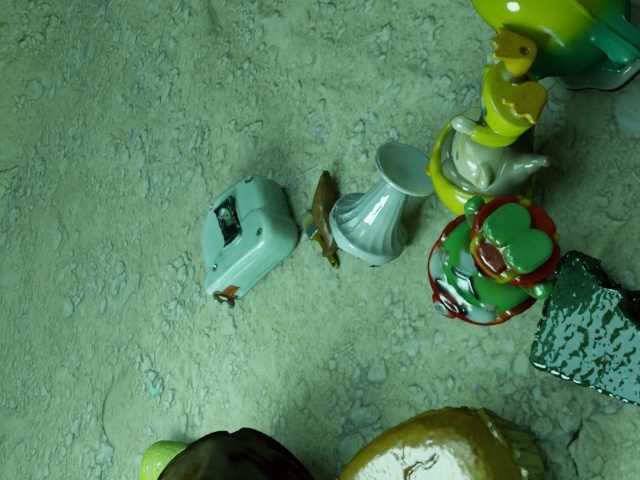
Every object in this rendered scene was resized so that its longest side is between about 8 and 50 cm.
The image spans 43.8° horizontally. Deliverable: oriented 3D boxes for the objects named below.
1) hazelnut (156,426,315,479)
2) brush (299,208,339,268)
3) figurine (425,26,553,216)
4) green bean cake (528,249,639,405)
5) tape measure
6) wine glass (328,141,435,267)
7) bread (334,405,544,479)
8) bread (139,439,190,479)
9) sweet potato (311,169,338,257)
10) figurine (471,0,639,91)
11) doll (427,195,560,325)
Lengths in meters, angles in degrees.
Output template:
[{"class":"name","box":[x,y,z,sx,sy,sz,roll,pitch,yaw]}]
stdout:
[{"class":"hazelnut","box":[-0.145,0.547,1.398,0.402,0.429,0.401,3,101,13]},{"class":"brush","box":[0.000,0.000,1.717,0.043,0.014,0.170,-50,48,23]},{"class":"figurine","box":[0.281,-0.164,1.282,0.187,0.343,0.215,12,66,3]},{"class":"green bean cake","box":[0.435,0.131,1.172,0.208,0.107,0.193,19,87,46]},{"class":"tape measure","box":[-0.179,-0.012,1.820,0.243,0.125,0.246,-40,52,28]},{"class":"wine glass","box":[0.124,-0.071,1.477,0.196,0.165,0.164,-56,42,44]},{"class":"bread","box":[0.169,0.414,1.287,0.388,0.183,0.236,-45,52,25]},{"class":"bread","box":[-0.347,0.524,1.827,0.114,0.111,0.129,-11,73,34]},{"class":"sweet potato","box":[0.012,-0.057,1.697,0.058,0.055,0.202,130,138,-59]},{"class":"figurine","box":[0.362,-0.372,1.243,0.231,0.340,0.323,-55,44,15]},{"class":"doll","box":[0.264,0.045,1.278,0.182,0.160,0.363,46,156,9]}]
